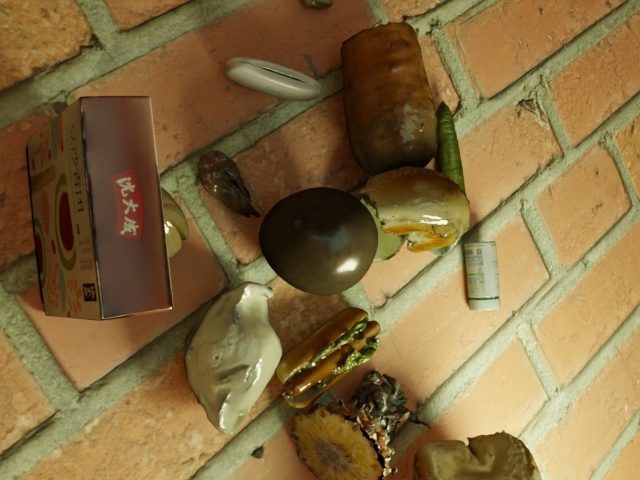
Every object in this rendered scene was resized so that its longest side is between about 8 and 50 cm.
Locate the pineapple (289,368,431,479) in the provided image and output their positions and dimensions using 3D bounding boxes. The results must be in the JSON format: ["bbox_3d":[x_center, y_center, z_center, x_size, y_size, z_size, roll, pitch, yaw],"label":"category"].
[{"bbox_3d":[0.110,0.413,1.776,0.272,0.262,0.262,-36,107,-47],"label":"pineapple"}]

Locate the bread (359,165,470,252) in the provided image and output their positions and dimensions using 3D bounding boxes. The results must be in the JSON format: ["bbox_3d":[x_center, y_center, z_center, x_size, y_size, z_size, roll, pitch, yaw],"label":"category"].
[{"bbox_3d":[0.242,-0.081,1.771,0.314,0.192,0.171,24,62,-52],"label":"bread"}]

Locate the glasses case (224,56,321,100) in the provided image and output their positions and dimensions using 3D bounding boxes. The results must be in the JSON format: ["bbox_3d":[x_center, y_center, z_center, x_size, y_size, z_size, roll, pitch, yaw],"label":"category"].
[{"bbox_3d":[-0.106,-0.365,1.740,0.233,0.092,0.059,11,78,-34],"label":"glasses case"}]

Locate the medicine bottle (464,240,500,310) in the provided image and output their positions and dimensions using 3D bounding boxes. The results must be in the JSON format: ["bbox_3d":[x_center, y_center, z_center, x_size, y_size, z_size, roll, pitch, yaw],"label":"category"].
[{"bbox_3d":[0.438,0.095,2.074,0.086,0.086,0.183,-2,88,-34],"label":"medicine bottle"}]

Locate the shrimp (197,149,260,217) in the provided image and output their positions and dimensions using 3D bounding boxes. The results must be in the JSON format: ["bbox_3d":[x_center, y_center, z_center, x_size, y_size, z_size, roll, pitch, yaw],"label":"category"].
[{"bbox_3d":[-0.196,-0.119,1.693,0.190,0.042,0.101,48,55,-20],"label":"shrimp"}]

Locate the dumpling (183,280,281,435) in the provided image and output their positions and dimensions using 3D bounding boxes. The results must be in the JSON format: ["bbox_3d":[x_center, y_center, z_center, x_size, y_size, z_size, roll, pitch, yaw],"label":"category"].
[{"bbox_3d":[-0.179,0.238,1.634,0.243,0.187,0.318,11,90,-72],"label":"dumpling"}]

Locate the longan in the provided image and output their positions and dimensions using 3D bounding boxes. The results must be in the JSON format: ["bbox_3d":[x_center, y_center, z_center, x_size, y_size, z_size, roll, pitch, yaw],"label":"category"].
[{"bbox_3d":[0.000,0.000,1.692,0.258,0.258,0.258,3,85,-34],"label":"longan"}]

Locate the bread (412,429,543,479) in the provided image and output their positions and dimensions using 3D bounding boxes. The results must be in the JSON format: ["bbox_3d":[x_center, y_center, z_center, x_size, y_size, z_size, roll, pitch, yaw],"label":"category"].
[{"bbox_3d":[0.377,0.672,1.734,0.279,0.390,0.371,-12,134,-5],"label":"bread"}]

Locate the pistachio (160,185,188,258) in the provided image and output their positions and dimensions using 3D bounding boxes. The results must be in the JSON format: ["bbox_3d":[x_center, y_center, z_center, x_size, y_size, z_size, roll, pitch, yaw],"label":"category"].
[{"bbox_3d":[-0.334,-0.035,1.514,0.136,0.136,0.226,-64,159,-20],"label":"pistachio"}]

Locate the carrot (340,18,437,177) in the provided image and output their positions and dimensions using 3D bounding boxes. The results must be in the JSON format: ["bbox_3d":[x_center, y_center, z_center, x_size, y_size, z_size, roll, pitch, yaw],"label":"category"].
[{"bbox_3d":[0.160,-0.328,1.843,0.224,0.224,0.340,-8,84,-34],"label":"carrot"}]

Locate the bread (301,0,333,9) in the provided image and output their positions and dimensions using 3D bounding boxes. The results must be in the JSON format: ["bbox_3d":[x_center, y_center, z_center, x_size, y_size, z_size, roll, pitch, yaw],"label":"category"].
[{"bbox_3d":[-0.010,-0.584,1.855,0.088,0.034,0.049,-2,73,-38],"label":"bread"}]

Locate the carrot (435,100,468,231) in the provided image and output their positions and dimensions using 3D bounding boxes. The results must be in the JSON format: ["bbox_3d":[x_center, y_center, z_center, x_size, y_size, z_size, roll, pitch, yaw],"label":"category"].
[{"bbox_3d":[0.344,-0.193,2.044,0.074,0.074,0.358,-4,87,-34],"label":"carrot"}]

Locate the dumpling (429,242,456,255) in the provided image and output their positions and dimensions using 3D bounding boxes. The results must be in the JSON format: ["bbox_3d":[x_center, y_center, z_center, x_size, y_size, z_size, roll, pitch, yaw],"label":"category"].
[{"bbox_3d":[0.309,-0.072,1.968,0.108,0.153,0.219,-15,94,-61],"label":"dumpling"}]

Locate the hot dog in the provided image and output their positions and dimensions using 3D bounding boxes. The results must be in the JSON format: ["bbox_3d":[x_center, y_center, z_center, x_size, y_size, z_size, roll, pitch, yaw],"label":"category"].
[{"bbox_3d":[0.031,0.256,1.754,0.337,0.100,0.135,-31,105,-43],"label":"hot dog"}]

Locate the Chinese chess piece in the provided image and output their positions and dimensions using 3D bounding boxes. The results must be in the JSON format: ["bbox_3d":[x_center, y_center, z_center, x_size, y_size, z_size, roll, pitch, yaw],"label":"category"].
[{"bbox_3d":[0.123,-0.038,1.879,0.188,0.083,0.188,1,88,-37],"label":"Chinese chess piece"}]

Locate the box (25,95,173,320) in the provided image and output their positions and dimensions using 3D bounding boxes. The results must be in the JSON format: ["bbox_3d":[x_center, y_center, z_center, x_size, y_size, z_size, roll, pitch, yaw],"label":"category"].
[{"bbox_3d":[-0.399,-0.043,1.342,0.122,0.385,0.344,-6,90,-33],"label":"box"}]
